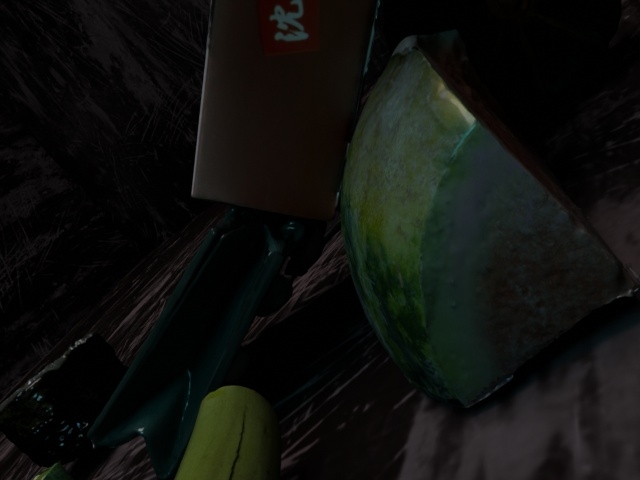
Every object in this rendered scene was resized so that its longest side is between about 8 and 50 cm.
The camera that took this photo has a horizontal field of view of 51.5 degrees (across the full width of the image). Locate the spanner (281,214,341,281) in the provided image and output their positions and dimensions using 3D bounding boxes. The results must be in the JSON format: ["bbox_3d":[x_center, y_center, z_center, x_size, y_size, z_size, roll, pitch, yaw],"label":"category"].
[{"bbox_3d":[0.000,0.000,0.945,0.254,0.015,0.054,-47,12,-29],"label":"spanner"}]

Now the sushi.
[{"bbox_3d":[-0.333,0.217,0.903,0.124,0.127,0.225,-39,5,6],"label":"sushi"}]

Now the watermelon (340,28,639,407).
[{"bbox_3d":[0.108,-0.031,0.483,0.180,0.224,0.305,9,23,8],"label":"watermelon"}]

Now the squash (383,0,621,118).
[{"bbox_3d":[0.190,-0.256,0.720,0.252,0.252,0.165,-36,9,18],"label":"squash"}]

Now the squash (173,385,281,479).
[{"bbox_3d":[-0.072,0.181,0.359,0.083,0.083,0.250,-35,14,24],"label":"squash"}]

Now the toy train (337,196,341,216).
[{"bbox_3d":[0.082,-0.079,0.773,0.154,0.115,0.269,-48,12,2],"label":"toy train"}]

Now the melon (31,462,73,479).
[{"bbox_3d":[-0.347,0.326,0.725,0.209,0.064,0.118,-34,14,37],"label":"melon"}]

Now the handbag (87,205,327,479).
[{"bbox_3d":[-0.088,0.071,0.651,0.274,0.100,0.269,-56,3,17],"label":"handbag"}]

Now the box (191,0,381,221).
[{"bbox_3d":[-0.001,-0.244,0.629,0.385,0.122,0.345,-77,-3,-70],"label":"box"}]
